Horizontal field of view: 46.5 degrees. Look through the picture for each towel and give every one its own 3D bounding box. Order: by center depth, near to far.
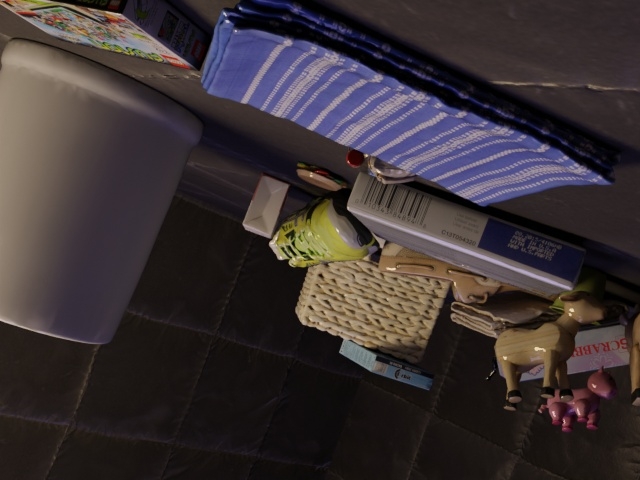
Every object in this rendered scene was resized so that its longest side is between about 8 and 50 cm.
[{"bbox_3d":[0.058,-0.104,0.664,0.336,0.040,0.243,22,172,-13],"label":"towel"},{"bbox_3d":[0.402,0.129,1.395,0.282,0.049,0.187,-6,-171,-19],"label":"towel"}]

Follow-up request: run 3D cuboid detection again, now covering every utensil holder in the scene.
[{"bbox_3d":[-0.408,-0.069,1.182,0.327,0.385,0.327,22,176,2],"label":"utensil holder"}]

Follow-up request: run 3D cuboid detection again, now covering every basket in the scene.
[{"bbox_3d":[0.120,0.115,1.830,0.328,0.266,0.331,20,178,-4],"label":"basket"}]

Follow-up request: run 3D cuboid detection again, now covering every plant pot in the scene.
[{"bbox_3d":[0.418,0.084,1.182,0.083,0.079,0.083,22,176,2],"label":"plant pot"}]

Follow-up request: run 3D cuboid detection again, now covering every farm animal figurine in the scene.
[{"bbox_3d":[0.431,0.140,1.006,0.330,0.172,0.327,13,148,-7],"label":"farm animal figurine"}]

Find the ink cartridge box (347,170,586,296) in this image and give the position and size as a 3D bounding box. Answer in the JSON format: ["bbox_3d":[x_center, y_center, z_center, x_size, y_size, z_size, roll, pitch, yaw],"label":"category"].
[{"bbox_3d":[0.222,-0.001,1.150,0.324,0.071,0.330,20,179,13],"label":"ink cartridge box"}]

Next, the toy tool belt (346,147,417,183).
[{"bbox_3d":[0.072,-0.088,0.829,0.083,0.052,0.051,1,180,5],"label":"toy tool belt"}]

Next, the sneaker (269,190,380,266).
[{"bbox_3d":[0.000,0.000,1.435,0.145,0.147,0.385,55,170,-4],"label":"sneaker"}]

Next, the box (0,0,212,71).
[{"bbox_3d":[-0.217,-0.217,0.709,0.207,0.036,0.114,19,176,30],"label":"box"}]

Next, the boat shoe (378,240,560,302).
[{"bbox_3d":[0.277,0.063,1.364,0.341,0.110,0.121,17,175,14],"label":"boat shoe"}]

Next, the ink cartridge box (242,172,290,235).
[{"bbox_3d":[-0.115,-0.069,1.603,0.067,0.115,0.198,21,177,-3],"label":"ink cartridge box"}]

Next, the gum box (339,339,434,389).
[{"bbox_3d":[0.149,0.283,1.714,0.157,0.041,0.184,21,178,-22],"label":"gum box"}]

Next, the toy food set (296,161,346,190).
[{"bbox_3d":[0.000,-0.104,1.229,0.083,0.020,0.082,20,176,22],"label":"toy food set"}]

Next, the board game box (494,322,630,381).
[{"bbox_3d":[0.470,0.184,1.286,0.318,0.066,0.319,-12,170,9],"label":"board game box"}]
